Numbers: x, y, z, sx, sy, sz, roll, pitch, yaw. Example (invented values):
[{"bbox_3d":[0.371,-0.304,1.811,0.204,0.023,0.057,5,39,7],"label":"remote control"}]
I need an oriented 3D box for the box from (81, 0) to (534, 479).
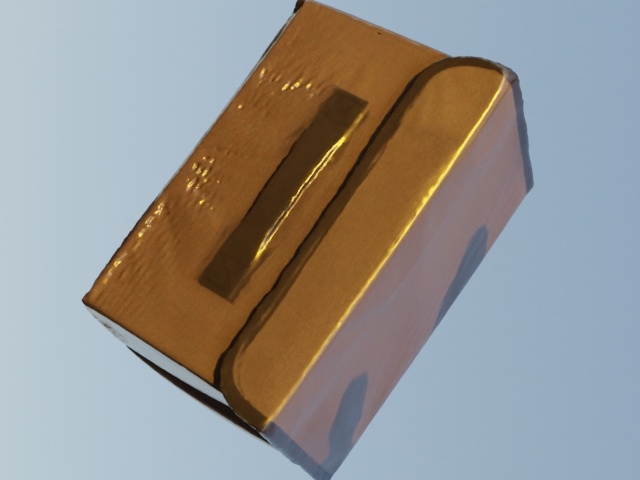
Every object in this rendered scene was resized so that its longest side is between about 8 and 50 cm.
[{"bbox_3d":[0.000,0.000,0.836,0.153,0.188,0.252,30,-101,21],"label":"box"}]
